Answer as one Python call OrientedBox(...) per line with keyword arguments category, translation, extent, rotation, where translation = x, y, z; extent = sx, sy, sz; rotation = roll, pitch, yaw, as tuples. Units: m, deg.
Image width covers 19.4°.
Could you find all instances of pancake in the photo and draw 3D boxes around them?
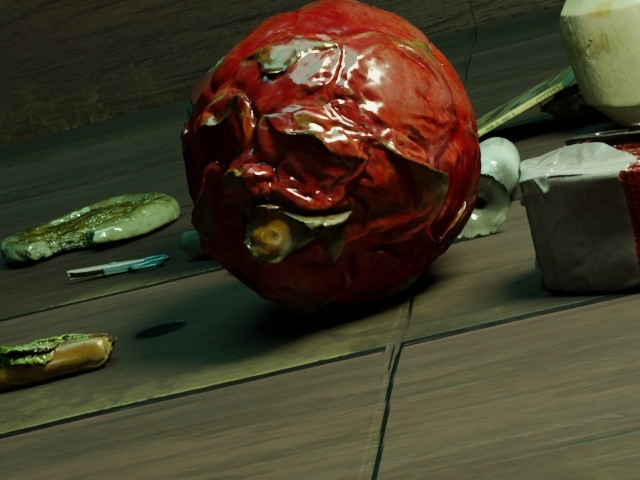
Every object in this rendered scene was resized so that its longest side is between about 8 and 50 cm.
OrientedBox(category="pancake", translation=(-0.300, -0.019, 2.443), extent=(0.254, 0.037, 0.253), rotation=(-15, 11, 3))

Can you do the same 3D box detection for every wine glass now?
OrientedBox(category="wine glass", translation=(-0.118, -0.002, 2.089), extent=(0.083, 0.042, 0.039), rotation=(-8, -17, 42))
OrientedBox(category="wine glass", translation=(0.171, -0.062, 1.930), extent=(0.074, 0.074, 0.262), rotation=(-12, 10, 13))

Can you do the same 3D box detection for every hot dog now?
OrientedBox(category="hot dog", translation=(-0.248, 0.104, 1.703), extent=(0.133, 0.041, 0.056), rotation=(-14, 10, 4))

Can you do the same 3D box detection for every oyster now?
OrientedBox(category="oyster", translation=(0.327, -0.179, 2.359), extent=(0.103, 0.051, 0.148), rotation=(-22, 16, 16))

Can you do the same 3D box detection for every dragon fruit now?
OrientedBox(category="dragon fruit", translation=(0.013, -0.074, 1.672), extent=(0.277, 0.277, 0.342), rotation=(-12, 15, 17))

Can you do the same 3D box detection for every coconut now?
OrientedBox(category="coconut", translation=(0.393, -0.253, 2.191), extent=(0.241, 0.241, 0.241), rotation=(-14, 10, 3))

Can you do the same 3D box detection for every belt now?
OrientedBox(category="belt", translation=(0.250, -0.034, 1.510), extent=(0.201, 0.124, 0.128), rotation=(-4, 13, 44))

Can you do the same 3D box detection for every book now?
OrientedBox(category="book", translation=(0.240, -0.163, 2.363), extent=(0.192, 0.013, 0.168), rotation=(-30, 5, 22))

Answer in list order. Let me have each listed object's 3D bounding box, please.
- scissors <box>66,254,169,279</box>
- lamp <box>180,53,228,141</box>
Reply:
OrientedBox(category="scissors", translation=(-0.234, 0.031, 2.144), extent=(0.119, 0.014, 0.058), rotation=(-10, 10, 10))
OrientedBox(category="lamp", translation=(-0.025, -0.120, 2.026), extent=(0.265, 0.233, 0.233), rotation=(4, 7, -12))
